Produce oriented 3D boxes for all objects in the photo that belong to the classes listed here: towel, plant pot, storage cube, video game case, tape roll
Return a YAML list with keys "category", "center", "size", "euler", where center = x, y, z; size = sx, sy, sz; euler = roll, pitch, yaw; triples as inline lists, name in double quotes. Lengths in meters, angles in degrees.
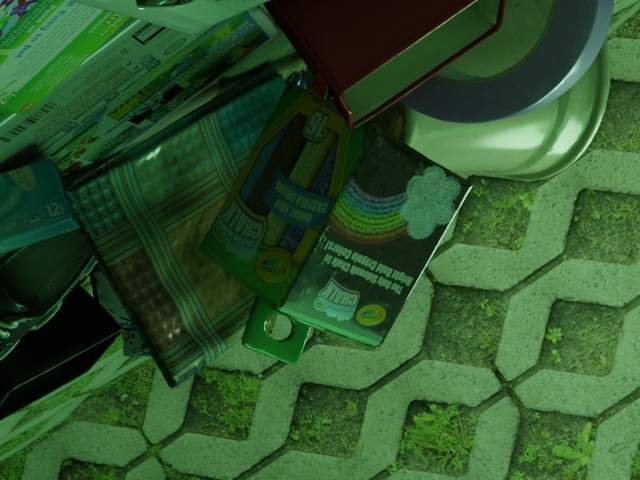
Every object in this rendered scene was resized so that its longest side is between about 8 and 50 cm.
- category: "towel"
  center: [-0.113, -0.029, 1.372]
  size: [0.040, 0.271, 0.370]
  euler: [-17, -164, 49]
- category: "plant pot"
  center: [-0.425, 0.132, 1.577]
  size: [0.188, 0.167, 0.187]
  euler: [-30, 172, -37]
- category: "plant pot"
  center: [0.161, -0.218, 1.508]
  size: [0.305, 0.333, 0.334]
  euler: [-15, 163, -35]
- category: "storage cube"
  center: [0.050, -0.251, 1.078]
  size: [0.215, 0.193, 0.183]
  euler: [-36, 173, 2]
- category: "video game case"
  center: [-0.208, -0.161, 1.142]
  size: [0.329, 0.036, 0.300]
  euler: [-36, 173, 5]
- category: "tape roll"
  center: [0.171, -0.266, 1.202]
  size: [0.275, 0.275, 0.090]
  euler: [-38, 172, 25]

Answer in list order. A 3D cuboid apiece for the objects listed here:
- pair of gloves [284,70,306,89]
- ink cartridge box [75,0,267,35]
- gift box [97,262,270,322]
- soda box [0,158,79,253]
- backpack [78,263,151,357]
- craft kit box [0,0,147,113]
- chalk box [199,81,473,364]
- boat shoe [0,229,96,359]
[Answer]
- category: "pair of gloves"
  center: [-0.025, -0.220, 1.660]
  size: [0.198, 0.023, 0.159]
  euler: [-29, 173, -32]
- category: "ink cartridge box"
  center: [-0.056, -0.239, 0.840]
  size: [0.239, 0.060, 0.275]
  euler: [-18, 178, 17]
- category: "gift box"
  center: [-0.151, -0.004, 1.578]
  size: [0.276, 0.255, 0.258]
  euler: [-18, 161, -47]
- category: "soda box"
  center: [-0.352, -0.014, 1.101]
  size: [0.210, 0.067, 0.071]
  euler: [-19, 175, -7]
- category: "backpack"
  center: [-0.215, 0.080, 1.828]
  size: [0.263, 0.213, 0.276]
  euler: [-14, -174, 32]
- category: "craft kit box"
  center: [-0.226, -0.183, 0.826]
  size: [0.250, 0.061, 0.247]
  euler: [-37, 170, 22]
- category: "chalk box"
  center: [0.000, 0.000, 1.280]
  size: [0.180, 0.179, 0.289]
  euler: [26, 97, -42]
- category: "boat shoe"
  center: [-0.390, 0.065, 1.410]
  size: [0.302, 0.114, 0.091]
  euler: [-50, -166, -4]
